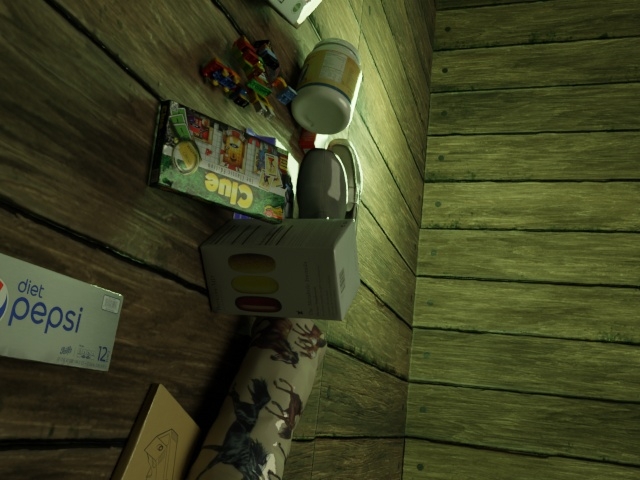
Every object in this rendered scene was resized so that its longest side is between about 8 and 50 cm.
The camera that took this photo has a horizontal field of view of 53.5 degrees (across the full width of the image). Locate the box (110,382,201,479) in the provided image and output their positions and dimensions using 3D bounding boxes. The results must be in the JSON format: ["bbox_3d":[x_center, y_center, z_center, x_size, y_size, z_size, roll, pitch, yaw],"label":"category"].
[{"bbox_3d":[-0.250,0.343,0.951,0.165,0.021,0.201,71,28,-46],"label":"box"}]

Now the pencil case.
[{"bbox_3d":[-0.110,0.319,1.145,0.184,0.159,0.410,99,8,-45],"label":"pencil case"}]

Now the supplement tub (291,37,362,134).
[{"bbox_3d":[0.019,-0.365,1.497,0.144,0.144,0.200,67,30,-51],"label":"supplement tub"}]

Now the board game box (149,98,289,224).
[{"bbox_3d":[-0.154,-0.119,1.034,0.259,0.030,0.136,16,76,-47],"label":"board game box"}]

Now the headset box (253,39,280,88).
[{"bbox_3d":[-0.112,-0.353,1.286,0.083,0.032,0.062,67,30,-48],"label":"headset box"}]

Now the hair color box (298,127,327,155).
[{"bbox_3d":[-0.011,-0.272,1.574,0.072,0.043,0.141,63,34,-54],"label":"hair color box"}]

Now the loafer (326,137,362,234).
[{"bbox_3d":[0.054,-0.107,1.679,0.111,0.111,0.320,-62,149,-69],"label":"loafer"}]

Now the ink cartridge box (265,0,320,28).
[{"bbox_3d":[-0.049,-0.539,1.212,0.193,0.088,0.234,-48,165,11],"label":"ink cartridge box"}]

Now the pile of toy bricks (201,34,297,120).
[{"bbox_3d":[-0.130,-0.316,1.156,0.212,0.118,0.105,19,41,-61],"label":"pile of toy bricks"}]

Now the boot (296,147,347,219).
[{"bbox_3d":[0.013,-0.024,1.302,0.223,0.118,0.339,-141,-128,-81],"label":"boot"}]

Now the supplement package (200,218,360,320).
[{"bbox_3d":[-0.067,0.047,1.121,0.134,0.243,0.139,-54,140,-61],"label":"supplement package"}]

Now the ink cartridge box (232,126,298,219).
[{"bbox_3d":[-0.106,-0.100,1.307,0.208,0.045,0.207,37,57,-66],"label":"ink cartridge box"}]

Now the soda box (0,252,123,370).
[{"bbox_3d":[-0.317,0.064,0.607,0.286,0.098,0.091,42,53,-66],"label":"soda box"}]

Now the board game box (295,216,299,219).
[{"bbox_3d":[-0.041,0.027,1.518,0.211,0.039,0.160,-43,131,-64],"label":"board game box"}]
